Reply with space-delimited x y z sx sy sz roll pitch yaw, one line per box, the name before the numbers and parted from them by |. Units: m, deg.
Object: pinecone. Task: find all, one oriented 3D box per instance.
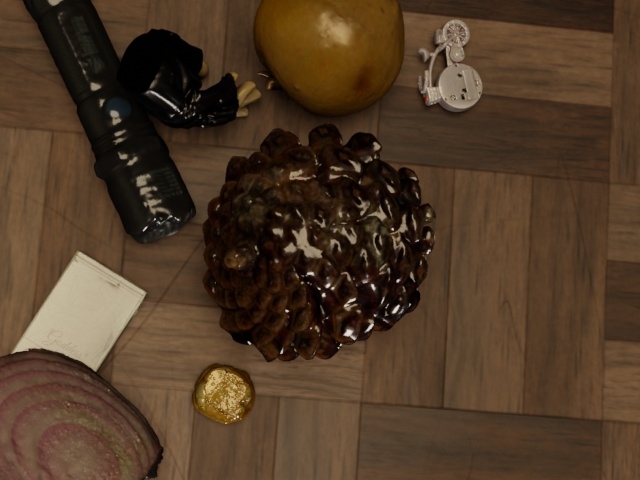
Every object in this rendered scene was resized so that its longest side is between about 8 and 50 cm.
pinecone | 0.002 0.001 1.573 0.296 0.242 0.298 -10 80 -17

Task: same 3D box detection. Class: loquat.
loquat | 0.012 -0.266 1.645 0.208 0.208 0.208 1 80 -6

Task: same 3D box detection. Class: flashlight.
flashlight | -0.290 -0.200 1.652 0.103 0.103 0.424 -24 83 -10

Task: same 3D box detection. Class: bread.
bread | -0.127 0.200 1.622 0.083 0.046 0.081 -10 87 -9

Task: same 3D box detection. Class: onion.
onion | -0.342 0.262 1.509 0.247 0.111 0.250 41 36 6

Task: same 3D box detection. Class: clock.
clock | 0.179 -0.244 1.735 0.087 0.041 0.129 -4 85 -10

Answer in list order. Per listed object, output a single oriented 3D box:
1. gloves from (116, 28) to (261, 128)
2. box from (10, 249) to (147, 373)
gloves | -0.166 -0.199 1.631 0.124 0.203 0.164 -38 46 15
box | -0.324 0.123 1.623 0.109 0.029 0.198 31 80 0
